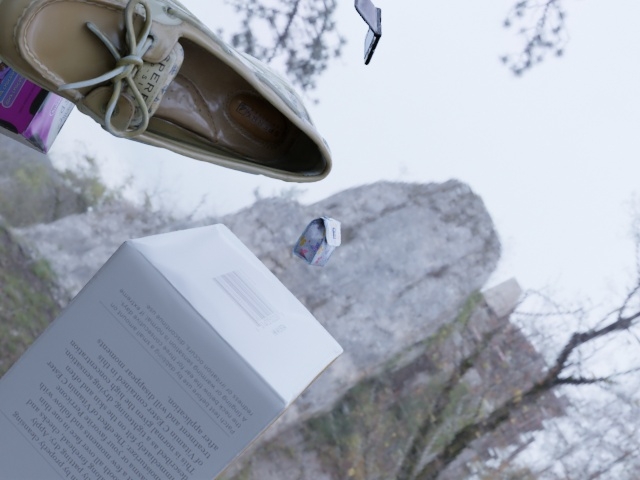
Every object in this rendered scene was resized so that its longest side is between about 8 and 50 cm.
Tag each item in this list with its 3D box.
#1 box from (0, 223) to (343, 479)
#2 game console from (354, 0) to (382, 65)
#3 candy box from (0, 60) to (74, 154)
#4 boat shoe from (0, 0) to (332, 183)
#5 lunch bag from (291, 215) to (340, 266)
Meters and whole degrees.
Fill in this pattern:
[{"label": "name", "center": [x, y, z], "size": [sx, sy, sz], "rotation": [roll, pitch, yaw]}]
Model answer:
[{"label": "box", "center": [-0.173, 0.168, 0.749], "size": [0.168, 0.345, 0.215], "rotation": [46, 12, 5]}, {"label": "game console", "center": [0.079, -0.414, 1.710], "size": [0.122, 0.071, 0.107], "rotation": [-85, -164, -51]}, {"label": "candy box", "center": [-0.309, -0.198, 0.777], "size": [0.233, 0.159, 0.071], "rotation": [27, -9, 4]}, {"label": "boat shoe", "center": [-0.101, -0.115, 0.653], "size": [0.089, 0.285, 0.104], "rotation": [47, -68, 42]}, {"label": "lunch bag", "center": [0.000, 0.000, 1.522], "size": [0.053, 0.083, 0.071], "rotation": [33, 6, 20]}]
